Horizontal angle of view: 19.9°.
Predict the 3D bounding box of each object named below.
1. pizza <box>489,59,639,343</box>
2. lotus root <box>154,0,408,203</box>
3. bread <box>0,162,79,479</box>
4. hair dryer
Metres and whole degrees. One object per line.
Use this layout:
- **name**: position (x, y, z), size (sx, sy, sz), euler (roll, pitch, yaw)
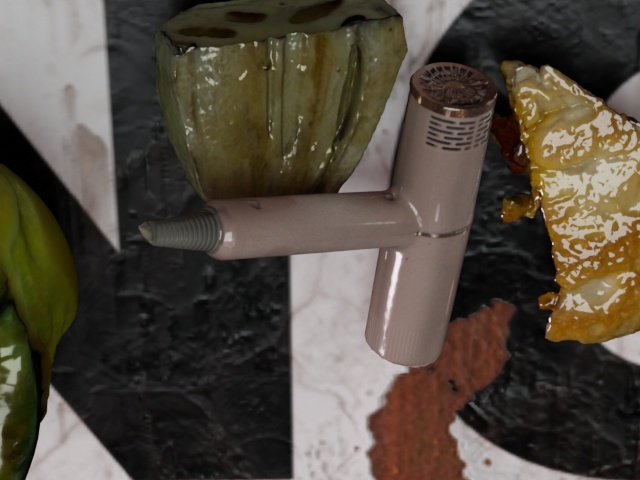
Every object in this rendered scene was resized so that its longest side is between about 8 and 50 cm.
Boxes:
- **pizza**: position (0.165, -0.036, 1.096), size (0.154, 0.069, 0.194), euler (-33, 106, 15)
- **lotus root**: position (-0.033, -0.077, 1.068), size (0.143, 0.070, 0.144), euler (-4, 121, -22)
- **bread**: position (-0.330, 0.049, 1.049), size (0.377, 0.208, 0.251), euler (4, 110, -3)
- **hair dryer**: position (-0.004, 0.011, 1.054), size (0.220, 0.053, 0.195), euler (-18, 134, -30)
